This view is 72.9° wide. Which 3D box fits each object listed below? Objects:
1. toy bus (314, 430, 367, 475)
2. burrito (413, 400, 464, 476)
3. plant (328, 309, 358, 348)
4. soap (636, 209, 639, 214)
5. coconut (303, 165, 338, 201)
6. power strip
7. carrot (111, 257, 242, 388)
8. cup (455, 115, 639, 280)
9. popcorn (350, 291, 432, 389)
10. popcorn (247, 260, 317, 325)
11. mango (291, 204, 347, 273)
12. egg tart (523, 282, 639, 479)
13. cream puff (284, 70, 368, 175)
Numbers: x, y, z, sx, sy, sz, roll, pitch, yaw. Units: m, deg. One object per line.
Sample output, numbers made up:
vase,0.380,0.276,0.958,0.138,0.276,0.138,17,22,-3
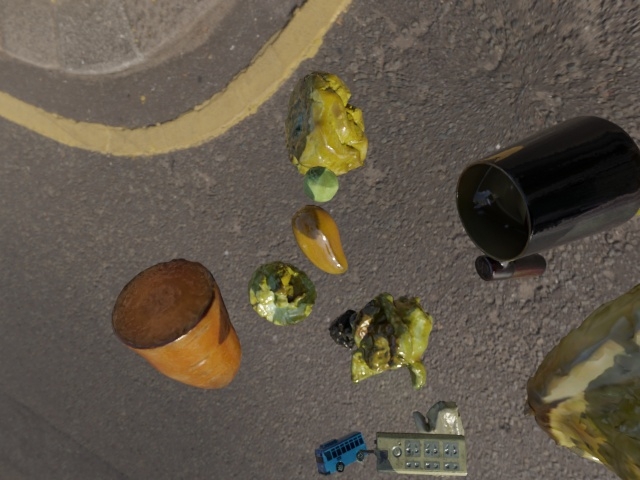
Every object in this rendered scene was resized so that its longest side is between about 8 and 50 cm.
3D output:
toy bus,0.072,0.775,1.583,0.090,0.185,0.106,-41,65,59
burrito,0.478,0.778,1.696,0.190,0.135,0.331,-15,120,4
plant,0.147,0.368,1.802,0.149,0.146,0.274,46,148,-8
soap,0.855,-0.119,1.225,0.045,0.140,0.089,-17,104,6
coconut,0.001,-0.142,1.064,0.088,0.088,0.096,35,133,11
power strip,0.230,0.524,1.070,0.268,0.034,0.092,1,79,3
carrot,-0.198,0.155,0.699,0.159,0.159,0.225,2,138,25
cup,0.311,-0.031,0.602,0.177,0.166,0.239,-21,107,-16
popcorn,0.256,0.349,1.496,0.326,0.290,0.321,43,138,15
popcorn,-0.123,0.165,1.382,0.221,0.204,0.184,24,132,-27
mango,0.000,0.000,0.995,0.102,0.085,0.184,-16,119,29
egg tart,0.324,0.123,0.278,0.345,0.132,0.345,2,139,2
cream puff,0.034,-0.363,1.387,0.291,0.257,0.324,126,141,-48
